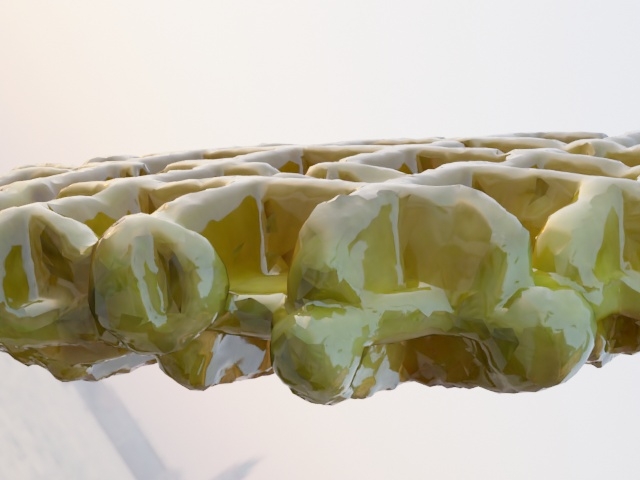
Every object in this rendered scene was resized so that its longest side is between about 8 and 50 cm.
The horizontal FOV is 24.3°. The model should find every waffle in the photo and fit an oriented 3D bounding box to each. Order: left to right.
[{"bbox_3d":[0.000,-0.001,0.478,0.283,0.310,0.065,-150,-121,-78],"label":"waffle"}]
